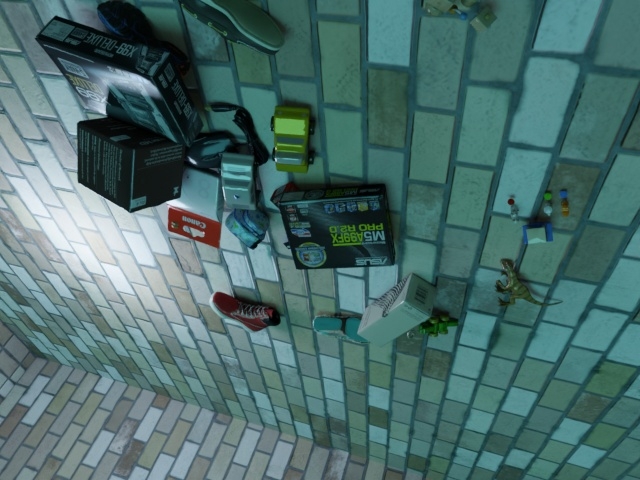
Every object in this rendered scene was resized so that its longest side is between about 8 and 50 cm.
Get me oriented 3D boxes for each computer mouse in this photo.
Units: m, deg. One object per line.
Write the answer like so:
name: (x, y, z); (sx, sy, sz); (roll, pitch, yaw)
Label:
computer mouse: (-0.272, -0.252, 1.281); (0.262, 0.060, 0.184); (5, 139, 22)

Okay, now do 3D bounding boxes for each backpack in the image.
backpack: (-0.205, -0.050, 1.452); (0.114, 0.105, 0.084); (38, 117, -17)

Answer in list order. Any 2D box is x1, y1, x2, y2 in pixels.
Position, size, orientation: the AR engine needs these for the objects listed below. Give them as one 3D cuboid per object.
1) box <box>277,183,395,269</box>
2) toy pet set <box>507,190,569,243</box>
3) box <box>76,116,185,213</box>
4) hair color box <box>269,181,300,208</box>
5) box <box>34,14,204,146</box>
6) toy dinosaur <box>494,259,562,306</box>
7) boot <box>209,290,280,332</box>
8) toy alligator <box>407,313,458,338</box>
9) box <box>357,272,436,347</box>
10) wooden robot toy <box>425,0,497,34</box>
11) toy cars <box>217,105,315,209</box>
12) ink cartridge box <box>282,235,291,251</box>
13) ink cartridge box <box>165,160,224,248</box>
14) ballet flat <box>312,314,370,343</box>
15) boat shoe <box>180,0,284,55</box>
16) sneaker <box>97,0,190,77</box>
box: (0.046, -0.030, 1.313); (0.270, 0.060, 0.216); (-2, 124, 16)
toy pet set: (0.493, -0.051, 1.145); (0.122, 0.065, 0.114); (-6, 98, 28)
box: (-0.474, -0.198, 1.278); (0.203, 0.168, 0.167); (26, 119, 22)
hair color box: (-0.061, -0.087, 1.378); (0.072, 0.043, 0.141); (-22, 124, 41)
box: (-0.442, -0.354, 1.158); (0.307, 0.076, 0.242); (22, 159, 14)
toy dinosaur: (0.520, 0.137, 1.328); (0.211, 0.064, 0.112); (40, 138, -21)
boot: (-0.264, 0.245, 1.839); (0.176, 0.088, 0.244); (-22, 132, 42)
toy alligator: (0.326, 0.257, 1.529); (0.051, 0.190, 0.056); (-155, 61, -61)
box: (0.225, 0.215, 1.532); (0.094, 0.113, 0.275); (31, 140, -9)
wooden robot toy: (0.213, -0.411, 0.864); (0.173, 0.076, 0.079); (28, 177, -6)
toy cars: (-0.139, -0.172, 1.245); (0.176, 0.087, 0.394); (33, 135, -29)
ink cartridge box: (0.000, 0.000, 1.446); (0.207, 0.046, 0.097); (-17, 127, 38)
ink cartridge box: (-0.361, -0.099, 1.423); (0.189, 0.066, 0.232); (19, 112, 16)
ballet flat: (0.089, 0.297, 1.737); (0.241, 0.091, 0.077); (10, 170, 23)
boat shoe: (-0.175, -0.435, 1.007); (0.228, 0.081, 0.068); (36, 144, -4)
sneaker: (-0.399, -0.428, 1.127); (0.221, 0.083, 0.087); (43, 143, -20)
